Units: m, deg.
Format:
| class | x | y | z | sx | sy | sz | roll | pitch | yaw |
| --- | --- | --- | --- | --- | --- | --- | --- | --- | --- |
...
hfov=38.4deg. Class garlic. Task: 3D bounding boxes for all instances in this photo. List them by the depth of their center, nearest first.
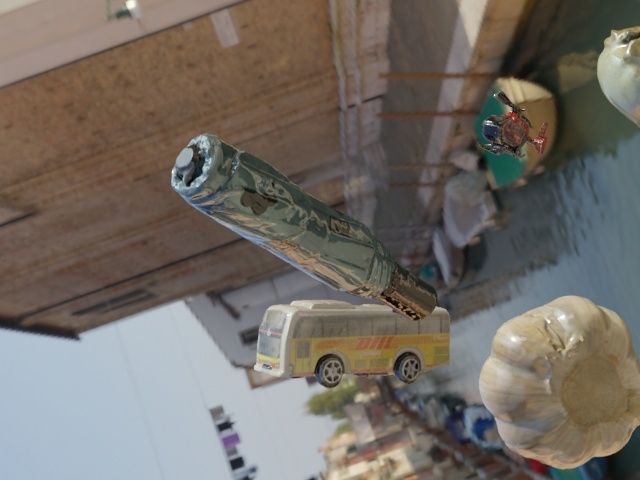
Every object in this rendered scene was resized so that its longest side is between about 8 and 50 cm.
| class | x | y | z | sx | sy | sz | roll | pitch | yaw |
| --- | --- | --- | --- | --- | --- | --- | --- | --- | --- |
| garlic | 0.308 | 0.182 | 1.183 | 0.152 | 0.228 | 0.227 | -141 | 31 | -75 |

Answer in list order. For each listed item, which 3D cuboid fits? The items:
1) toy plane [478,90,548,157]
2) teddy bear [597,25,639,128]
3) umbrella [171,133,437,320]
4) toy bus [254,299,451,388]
| class | x | y | z | sx | sy | sz | roll | pitch | yaw |
| --- | --- | --- | --- | --- | --- | --- | --- | --- | --- |
| toy plane | 0.220 | -0.122 | 1.035 | 0.145 | 0.037 | 0.060 | 12 | -88 | -51 |
| teddy bear | 0.322 | -0.132 | 0.512 | 0.267 | 0.156 | 0.256 | 26 | 161 | 9 |
| umbrella | 0.002 | 0.000 | 0.639 | 0.250 | 0.052 | 0.053 | 32 | 177 | -39 |
| toy bus | 0.048 | 0.131 | 1.199 | 0.092 | 0.268 | 0.106 | 2 | 90 | 59 |
